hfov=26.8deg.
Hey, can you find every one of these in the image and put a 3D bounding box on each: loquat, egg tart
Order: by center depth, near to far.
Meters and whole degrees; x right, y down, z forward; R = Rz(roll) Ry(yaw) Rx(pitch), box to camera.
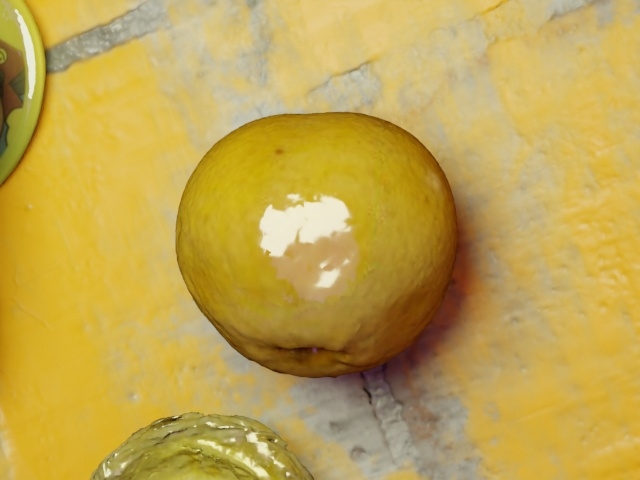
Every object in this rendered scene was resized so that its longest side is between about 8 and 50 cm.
[{"bbox_3d":[0.000,0.000,0.993,0.208,0.208,0.208,0,91,11],"label":"loquat"},{"bbox_3d":[-0.093,0.236,1.069,0.212,0.090,0.213,0,92,9],"label":"egg tart"}]

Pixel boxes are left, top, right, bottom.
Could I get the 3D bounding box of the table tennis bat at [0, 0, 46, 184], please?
[{"bbox_3d":[-0.309,-0.191,1.125,0.224,0.054,0.369,31,100,9],"label":"table tennis bat"}]
